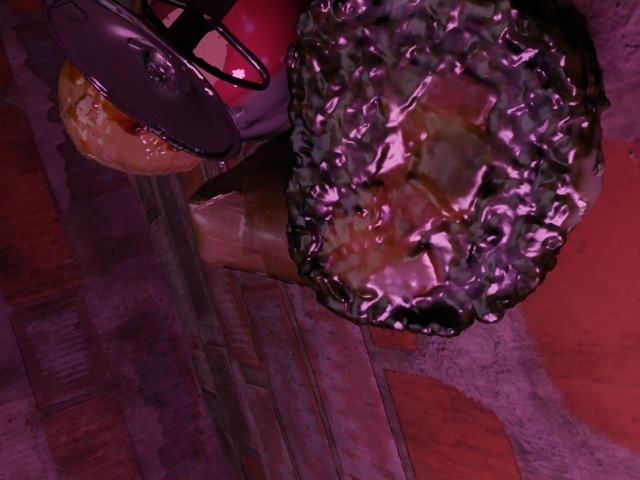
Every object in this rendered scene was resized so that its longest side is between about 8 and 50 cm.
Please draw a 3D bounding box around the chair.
[{"bbox_3d":[-0.071,-0.306,0.577,0.227,0.400,0.226,29,164,10],"label":"chair"}]

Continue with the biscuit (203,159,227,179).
[{"bbox_3d":[-0.283,-0.192,1.475,0.133,0.032,0.249,-14,94,62],"label":"biscuit"}]

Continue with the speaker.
[{"bbox_3d":[-0.124,-0.291,0.859,0.294,0.295,0.294,38,137,47],"label":"speaker"}]

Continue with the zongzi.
[{"bbox_3d":[0.028,-0.067,0.900,0.356,0.393,0.174,19,126,11],"label":"zongzi"}]

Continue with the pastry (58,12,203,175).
[{"bbox_3d":[-0.388,-0.334,1.219,0.388,0.389,0.312,59,142,24],"label":"pastry"}]

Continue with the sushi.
[{"bbox_3d":[0.120,-0.084,0.549,0.294,0.178,0.351,14,116,19],"label":"sushi"}]
